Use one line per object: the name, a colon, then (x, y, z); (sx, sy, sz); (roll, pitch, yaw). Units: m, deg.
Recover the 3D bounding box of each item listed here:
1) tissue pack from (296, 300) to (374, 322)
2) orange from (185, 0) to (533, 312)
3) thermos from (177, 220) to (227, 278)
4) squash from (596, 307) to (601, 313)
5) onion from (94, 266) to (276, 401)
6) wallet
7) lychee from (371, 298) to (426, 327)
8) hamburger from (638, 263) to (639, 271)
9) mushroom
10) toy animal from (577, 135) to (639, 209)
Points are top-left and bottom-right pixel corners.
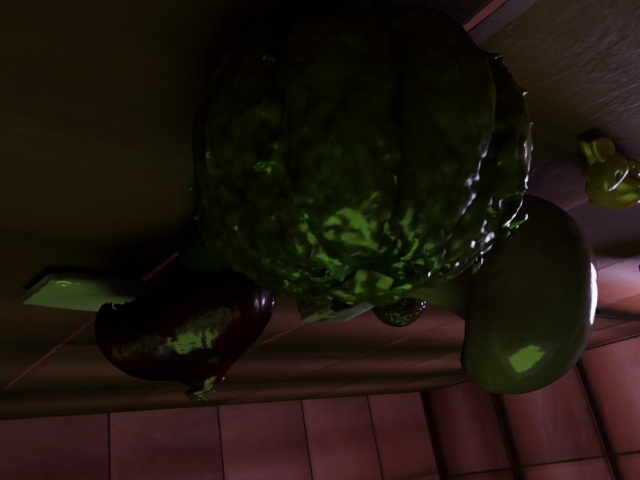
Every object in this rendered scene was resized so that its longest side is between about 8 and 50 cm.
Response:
tissue pack: (0.039, 0.076, 0.927); (0.106, 0.099, 0.149); (4, 153, -36)
orange: (0.025, -0.050, 0.471); (0.300, 0.223, 0.301); (19, 145, -40)
thermos: (-0.120, -0.021, 0.667); (0.083, 0.073, 0.188); (4, 152, -31)
squash: (0.452, 0.153, 1.225); (0.237, 0.204, 0.155); (-2, 133, -20)
onion: (-0.183, 0.137, 0.804); (0.272, 0.195, 0.272); (-17, -177, 1)
wallet: (-0.365, 0.084, 0.867); (0.124, 0.031, 0.183); (-29, 153, 36)
lychee: (0.152, 0.112, 1.051); (0.114, 0.114, 0.146); (-5, 177, -11)
hamburger: (0.871, 0.062, 1.244); (0.262, 0.124, 0.131); (-10, 176, 12)
mushroom: (0.251, 0.077, 0.815); (0.290, 0.297, 0.297); (7, 162, 16)
toy animal: (0.381, -0.091, 0.724); (0.083, 0.070, 0.159); (-24, 149, 35)
